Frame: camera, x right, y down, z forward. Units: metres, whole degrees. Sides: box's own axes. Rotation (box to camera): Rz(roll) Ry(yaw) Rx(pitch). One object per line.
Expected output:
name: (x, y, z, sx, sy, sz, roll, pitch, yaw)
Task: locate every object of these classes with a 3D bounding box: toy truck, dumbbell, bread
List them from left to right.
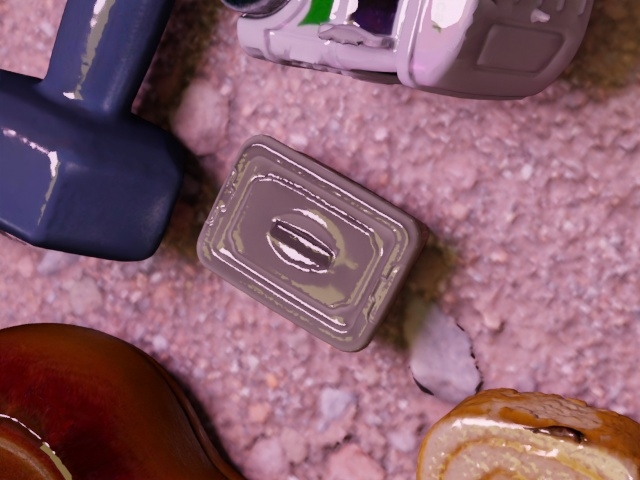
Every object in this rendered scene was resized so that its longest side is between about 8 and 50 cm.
dumbbell: (-0.111, -0.154, 0.832, 0.160, 0.144, 0.325, 26, 103, 19)
toy truck: (0.075, -0.247, 0.711, 0.178, 0.176, 0.363, 27, 108, 38)
bread: (0.125, 0.151, 0.800, 0.149, 0.073, 0.122, 11, 100, 21)

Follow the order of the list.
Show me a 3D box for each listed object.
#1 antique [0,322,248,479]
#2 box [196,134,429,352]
antique: (-0.180, 0.157, 0.892, 0.278, 0.129, 0.223, 27, 103, 15)
box: (0.000, 0.000, 0.843, 0.122, 0.062, 0.089, 31, 105, 18)
